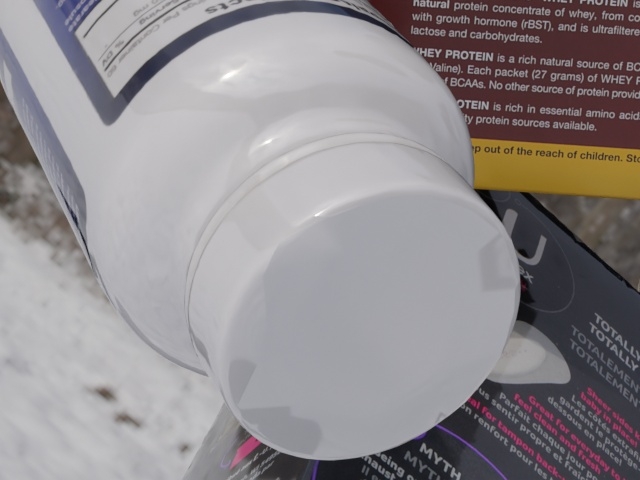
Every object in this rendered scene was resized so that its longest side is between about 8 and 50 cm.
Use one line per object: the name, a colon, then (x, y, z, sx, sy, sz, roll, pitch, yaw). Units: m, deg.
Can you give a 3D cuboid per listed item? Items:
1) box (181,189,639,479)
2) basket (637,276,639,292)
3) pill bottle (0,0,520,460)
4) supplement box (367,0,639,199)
box: (0.044, 0.109, 0.664, 0.165, 0.143, 0.270, 42, 35, -9)
basket: (0.358, 0.043, 1.050, 0.227, 0.204, 0.154, 40, 21, -15)
pill bottle: (-0.019, -0.024, 0.399, 0.094, 0.094, 0.169, 46, 6, -39)
supplement box: (0.111, -0.125, 0.637, 0.191, 0.194, 0.129, 4, 15, -2)
